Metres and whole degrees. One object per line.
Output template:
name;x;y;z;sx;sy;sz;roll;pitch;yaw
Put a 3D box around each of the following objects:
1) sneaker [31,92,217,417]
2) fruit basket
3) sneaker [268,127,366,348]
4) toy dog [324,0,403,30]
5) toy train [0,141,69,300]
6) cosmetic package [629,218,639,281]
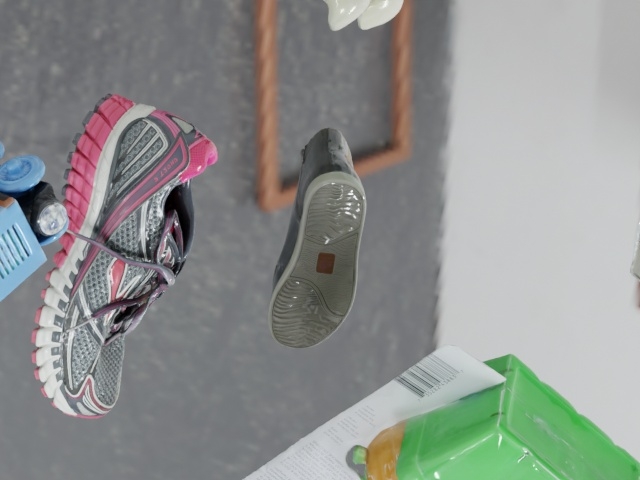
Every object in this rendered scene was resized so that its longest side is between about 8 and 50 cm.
sneaker;-0.174;0.028;1.620;0.121;0.112;0.299;-54;160;-63
fruit basket;0.123;0.264;1.806;0.327;0.353;0.165;40;43;-16
sneaker;0.000;0.000;1.930;0.083;0.118;0.222;12;122;-10
toy dog;0.026;-0.394;1.840;0.284;0.408;0.395;19;79;-69
toy train;-0.274;-0.025;1.425;0.105;0.184;0.080;-43;134;-28
cosmetic package;0.441;-0.013;1.650;0.296;0.129;0.153;2;111;-24
